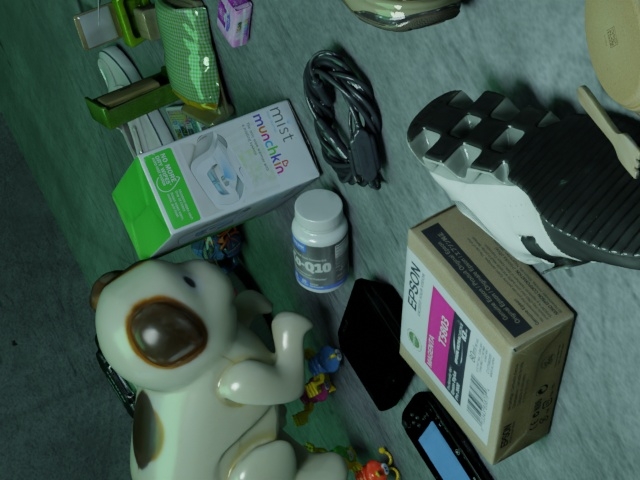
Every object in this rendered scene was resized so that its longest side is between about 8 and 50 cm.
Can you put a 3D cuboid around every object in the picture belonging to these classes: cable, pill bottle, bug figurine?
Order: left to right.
[{"bbox_3d":[0.000,0.000,1.758,0.078,0.078,0.137,49,155,38],"label":"pill bottle"},{"bbox_3d":[0.023,0.290,2.044,0.279,0.072,0.216,68,156,5],"label":"bug figurine"},{"bbox_3d":[0.026,-0.154,1.577,0.150,0.047,0.185,42,152,58],"label":"cable"}]

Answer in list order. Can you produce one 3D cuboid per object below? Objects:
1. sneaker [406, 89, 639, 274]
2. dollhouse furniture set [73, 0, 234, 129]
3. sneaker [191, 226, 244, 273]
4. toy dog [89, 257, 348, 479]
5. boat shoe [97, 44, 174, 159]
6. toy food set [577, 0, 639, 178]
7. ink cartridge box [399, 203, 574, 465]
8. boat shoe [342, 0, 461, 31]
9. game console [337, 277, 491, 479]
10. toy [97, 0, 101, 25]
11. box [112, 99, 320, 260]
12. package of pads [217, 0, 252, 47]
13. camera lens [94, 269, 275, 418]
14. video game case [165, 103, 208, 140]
[{"bbox_3d":[0.221,-0.032,1.142,0.330,0.122,0.146,34,162,53],"label":"sneaker"},{"bbox_3d":[-0.279,-0.280,2.028,0.301,0.151,0.198,30,140,58],"label":"dollhouse furniture set"},{"bbox_3d":[-0.166,-0.018,2.185,0.087,0.083,0.221,44,160,17],"label":"sneaker"},{"bbox_3d":[-0.196,0.207,1.903,0.284,0.395,0.408,45,155,59],"label":"toy dog"},{"bbox_3d":[-0.360,-0.241,2.373,0.268,0.088,0.096,61,160,12],"label":"boat shoe"},{"bbox_3d":[0.248,-0.160,1.002,0.132,0.038,0.192,-112,14,-46],"label":"toy food set"},{"bbox_3d":[0.177,0.105,1.421,0.193,0.088,0.235,50,156,34],"label":"ink cartridge box"},{"bbox_3d":[0.026,-0.318,1.289,0.324,0.122,0.120,34,140,41],"label":"boat shoe"},{"bbox_3d":[0.137,0.227,1.730,0.361,0.044,0.213,57,159,21],"label":"game console"},{"bbox_3d":[-0.323,-0.468,1.985,0.237,0.056,0.137,96,170,-45],"label":"toy"},{"bbox_3d":[-0.157,-0.082,1.833,0.127,0.231,0.262,67,160,3],"label":"box"},{"bbox_3d":[-0.119,-0.311,1.765,0.050,0.032,0.083,55,158,22],"label":"package of pads"},{"bbox_3d":[-0.247,0.190,2.284,0.219,0.274,0.219,51,162,24],"label":"camera lens"},{"bbox_3d":[-0.212,-0.165,2.192,0.157,0.019,0.143,11,123,67],"label":"video game case"}]
